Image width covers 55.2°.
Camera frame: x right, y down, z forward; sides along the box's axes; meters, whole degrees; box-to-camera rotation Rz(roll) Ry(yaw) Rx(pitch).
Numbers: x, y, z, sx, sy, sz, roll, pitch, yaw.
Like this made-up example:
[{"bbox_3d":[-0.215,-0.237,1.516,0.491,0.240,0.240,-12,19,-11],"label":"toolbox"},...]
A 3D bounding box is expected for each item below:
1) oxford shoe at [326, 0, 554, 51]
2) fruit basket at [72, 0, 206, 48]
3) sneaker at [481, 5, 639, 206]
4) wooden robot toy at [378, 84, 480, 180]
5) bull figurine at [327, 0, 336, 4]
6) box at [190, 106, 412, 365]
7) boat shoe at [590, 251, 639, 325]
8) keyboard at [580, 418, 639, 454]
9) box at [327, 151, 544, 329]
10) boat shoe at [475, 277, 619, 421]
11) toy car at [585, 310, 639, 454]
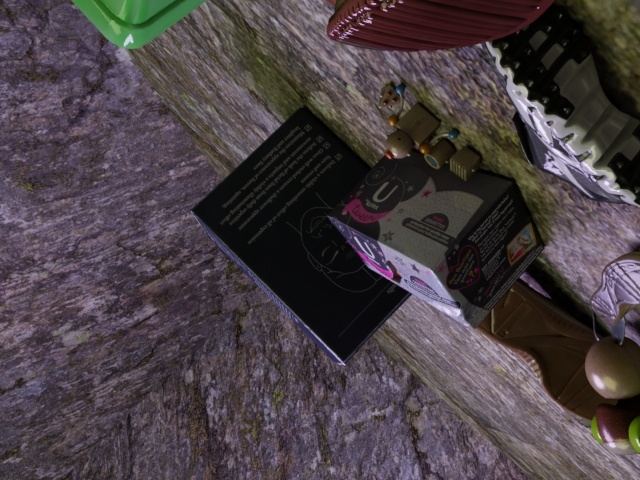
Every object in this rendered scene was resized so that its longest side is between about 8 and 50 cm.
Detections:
[{"bbox_3d":[0.106,-0.217,0.397,0.123,0.130,0.348,1,178,-26],"label":"oxford shoe"},{"bbox_3d":[-0.275,-0.431,0.764,0.392,0.283,0.392,31,151,20],"label":"fruit basket"},{"bbox_3d":[0.203,-0.113,0.537,0.234,0.078,0.106,45,168,-8],"label":"sneaker"},{"bbox_3d":[0.121,-0.128,0.808,0.173,0.079,0.076,44,170,11],"label":"wooden robot toy"},{"bbox_3d":[-0.036,-0.344,0.511,0.310,0.101,0.188,48,168,-13],"label":"bull figurine"},{"bbox_3d":[0.000,0.000,1.196,0.395,0.293,0.212,45,170,7],"label":"box"},{"bbox_3d":[0.355,0.049,0.697,0.056,0.048,0.153,54,169,30],"label":"boat shoe"},{"bbox_3d":[0.497,0.314,0.945,0.180,0.023,0.108,22,-166,27],"label":"keyboard"},{"bbox_3d":[0.155,-0.014,0.877,0.142,0.163,0.247,50,169,-34],"label":"box"},{"bbox_3d":[0.351,0.147,0.954,0.342,0.123,0.123,36,-159,-5],"label":"boat shoe"},{"bbox_3d":[0.411,0.170,0.799,0.155,0.148,0.188,76,175,-76],"label":"toy car"}]
